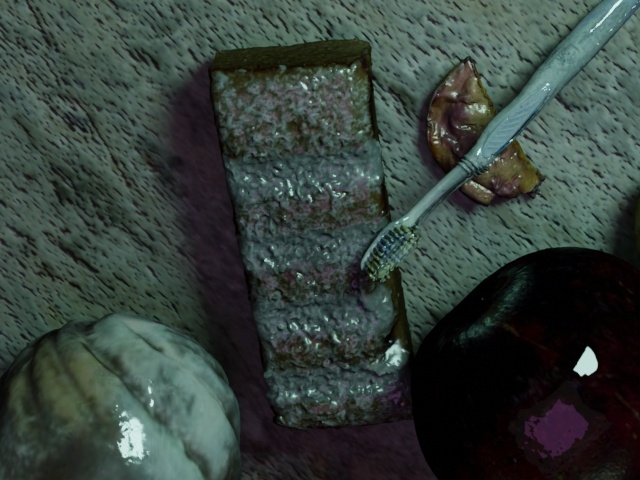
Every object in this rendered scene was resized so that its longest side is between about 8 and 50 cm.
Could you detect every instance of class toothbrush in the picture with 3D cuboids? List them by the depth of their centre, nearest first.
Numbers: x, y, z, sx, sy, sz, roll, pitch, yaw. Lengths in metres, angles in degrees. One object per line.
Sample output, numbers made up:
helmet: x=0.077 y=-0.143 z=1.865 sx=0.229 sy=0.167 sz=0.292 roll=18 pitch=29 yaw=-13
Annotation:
toothbrush: x=0.186 y=-0.115 z=1.613 sx=0.413 sy=0.042 sz=0.035 roll=-47 pitch=118 yaw=2

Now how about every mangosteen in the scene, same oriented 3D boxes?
mangosteen: x=0.240 y=0.165 z=1.655 sx=0.300 sy=0.300 sz=0.300 roll=1 pitch=116 yaw=2

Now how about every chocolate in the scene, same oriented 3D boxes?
chocolate: x=-0.213 y=0.182 z=1.722 sx=0.303 sy=0.303 sz=0.213 roll=15 pitch=89 yaw=-5

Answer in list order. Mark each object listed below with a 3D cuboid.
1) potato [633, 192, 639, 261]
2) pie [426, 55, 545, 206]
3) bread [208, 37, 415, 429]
potato: x=0.437 y=0.037 z=1.671 sx=0.298 sy=0.141 sz=0.176 roll=40 pitch=101 yaw=-16
pie: x=0.160 y=-0.097 z=1.677 sx=0.092 sy=0.034 sz=0.170 roll=-33 pitch=111 yaw=13
bread: x=0.000 y=0.000 z=1.689 sx=0.165 sy=0.113 sz=0.417 roll=-8 pitch=114 yaw=4
